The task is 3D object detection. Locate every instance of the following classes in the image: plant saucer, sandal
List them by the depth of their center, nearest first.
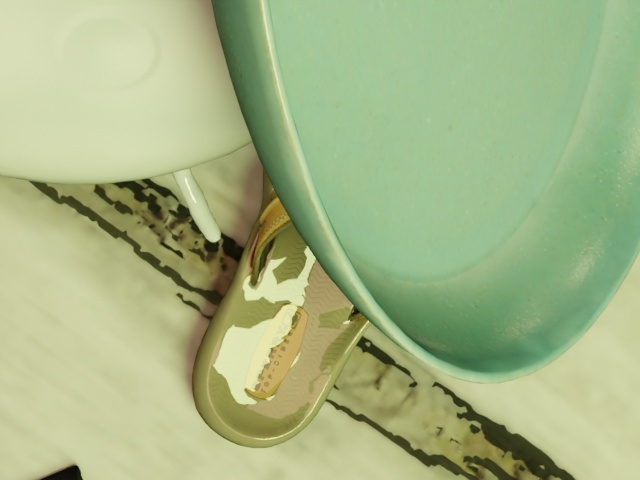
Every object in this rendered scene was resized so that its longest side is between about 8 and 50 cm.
[{"bbox_3d":[0.053,-0.116,0.461,0.044,0.318,0.317,7,98,31],"label":"plant saucer"},{"bbox_3d":[0.000,0.000,0.574,0.072,0.049,0.180,21,96,-4],"label":"sandal"}]

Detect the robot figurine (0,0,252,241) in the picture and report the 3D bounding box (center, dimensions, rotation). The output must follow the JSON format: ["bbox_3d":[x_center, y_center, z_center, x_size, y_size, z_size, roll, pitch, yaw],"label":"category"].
[{"bbox_3d":[-0.075,-0.171,0.477,0.300,0.200,0.353,-1,97,-29],"label":"robot figurine"}]

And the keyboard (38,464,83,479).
[{"bbox_3d":[-0.176,0.151,0.596,0.192,0.038,0.100,-24,97,1],"label":"keyboard"}]
